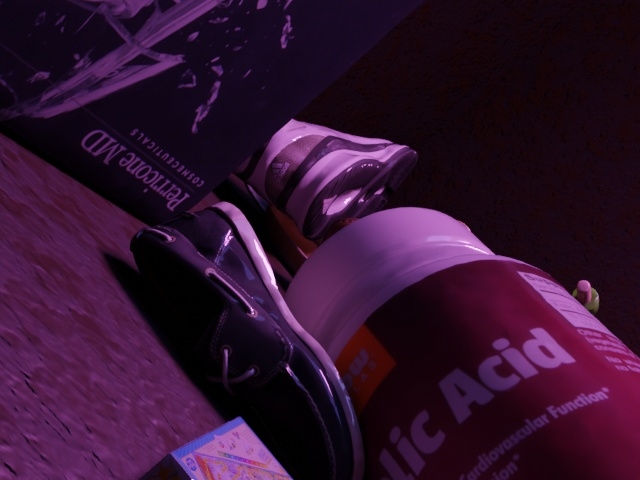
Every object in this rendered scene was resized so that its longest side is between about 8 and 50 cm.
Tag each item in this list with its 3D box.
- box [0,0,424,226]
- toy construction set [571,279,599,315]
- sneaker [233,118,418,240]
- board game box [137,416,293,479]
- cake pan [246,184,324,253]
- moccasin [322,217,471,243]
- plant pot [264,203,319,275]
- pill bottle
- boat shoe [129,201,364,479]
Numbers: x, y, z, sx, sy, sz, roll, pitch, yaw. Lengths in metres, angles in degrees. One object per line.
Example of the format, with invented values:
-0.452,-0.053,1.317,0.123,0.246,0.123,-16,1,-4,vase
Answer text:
-0.120,-0.323,0.891,0.297,0.472,0.480,52,6,27,box
0.270,0.257,1.518,0.237,0.257,0.309,65,8,-62,toy construction set
-0.025,-0.134,1.694,0.257,0.169,0.447,38,10,11,sneaker
-0.034,0.145,0.617,0.103,0.026,0.154,49,5,7,board game box
0.000,0.000,1.891,0.293,0.054,0.293,48,5,-6,cake pan
0.127,0.050,1.529,0.139,0.147,0.380,4,-18,41,moccasin
-0.001,0.047,1.640,0.236,0.032,0.236,47,5,-5,plant pot
0.128,0.147,0.829,0.224,0.224,0.392,45,3,-39,pill bottle
-0.052,0.080,0.818,0.079,0.084,0.233,-13,61,-40,boat shoe
